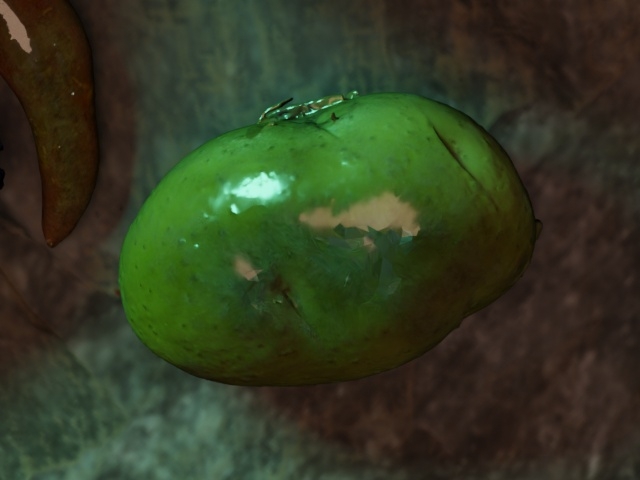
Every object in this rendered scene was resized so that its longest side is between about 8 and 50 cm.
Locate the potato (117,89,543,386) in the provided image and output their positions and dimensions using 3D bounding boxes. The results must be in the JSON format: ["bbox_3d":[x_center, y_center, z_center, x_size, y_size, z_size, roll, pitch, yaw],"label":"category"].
[{"bbox_3d":[0.000,0.000,1.154,0.248,0.143,0.169,-19,104,16],"label":"potato"}]

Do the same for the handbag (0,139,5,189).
[{"bbox_3d":[-0.313,-0.021,1.181,0.260,0.113,0.162,-35,91,11],"label":"handbag"}]

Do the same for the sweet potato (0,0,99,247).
[{"bbox_3d":[-0.180,-0.121,1.182,0.078,0.058,0.255,-17,103,23],"label":"sweet potato"}]
